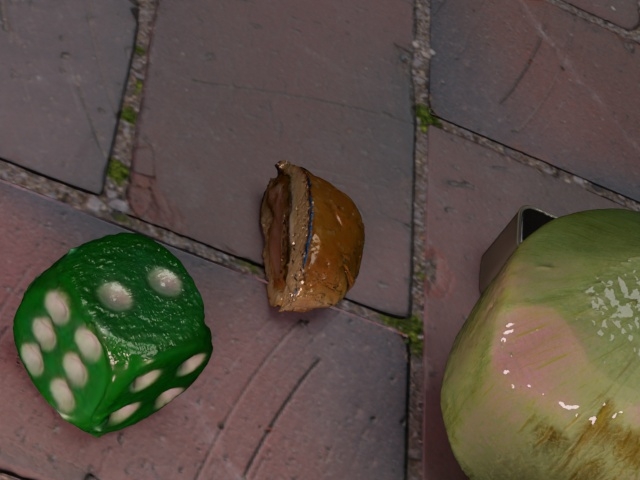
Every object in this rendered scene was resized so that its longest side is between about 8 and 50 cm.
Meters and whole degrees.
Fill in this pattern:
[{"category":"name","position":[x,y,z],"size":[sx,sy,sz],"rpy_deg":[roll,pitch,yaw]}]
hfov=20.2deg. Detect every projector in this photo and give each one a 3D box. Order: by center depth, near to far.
[{"category":"projector","position":[0.222,0.026,1.883],"size":[0.083,0.082,0.083],"rpy_deg":[23,42,-13]}]

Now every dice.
[{"category":"dice","position":[-0.176,0.080,1.521],"size":[0.120,0.128,0.131],"rpy_deg":[-22,67,-43]}]

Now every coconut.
[{"category":"coconut","position":[0.275,0.115,1.647],"size":[0.328,0.328,0.281],"rpy_deg":[26,43,-12]}]

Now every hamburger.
[{"category":"hamburger","position":[0.005,-0.002,1.756],"size":[0.102,0.087,0.176],"rpy_deg":[13,43,-22]}]
